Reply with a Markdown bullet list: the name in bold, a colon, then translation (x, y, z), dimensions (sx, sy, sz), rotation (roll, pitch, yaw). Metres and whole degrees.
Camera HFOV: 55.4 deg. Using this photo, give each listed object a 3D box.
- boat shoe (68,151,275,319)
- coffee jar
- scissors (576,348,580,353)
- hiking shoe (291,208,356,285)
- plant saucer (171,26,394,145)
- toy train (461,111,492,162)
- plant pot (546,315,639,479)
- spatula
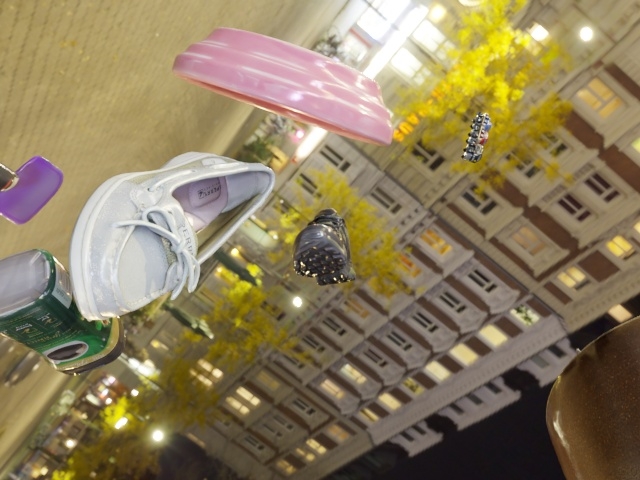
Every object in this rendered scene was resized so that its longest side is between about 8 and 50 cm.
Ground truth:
- **boat shoe**: translation (-0.144, -0.022, 0.642), dimensions (0.320, 0.103, 0.118), rotation (-54, 141, -65)
- **coffee jar**: translation (-0.302, 0.089, 0.699), dimensions (0.096, 0.079, 0.184), rotation (-19, 147, 0)
- **scissors**: translation (0.752, 0.384, 1.535), dimensions (0.021, 0.297, 0.109), rotation (-41, -161, -10)
- **hiking shoe**: translation (0.000, 0.000, 0.963), dimensions (0.086, 0.114, 0.227), rotation (-12, 162, 7)
- **plant saucer**: translation (-0.044, -0.226, 0.890), dimensions (0.332, 0.333, 0.084), rotation (-100, -152, -80)
- **toy train**: translation (0.280, -0.184, 1.079), dimensions (0.158, 0.036, 0.027), rotation (-63, 177, -46)
- **plant pot**: translation (0.263, 0.188, 0.350), dimensions (0.215, 0.215, 0.230), rotation (-47, -164, 31)
- **spatula**: translation (-0.316, -0.062, 0.612), dimensions (0.084, 0.030, 0.296), rotation (-49, -172, -10)
